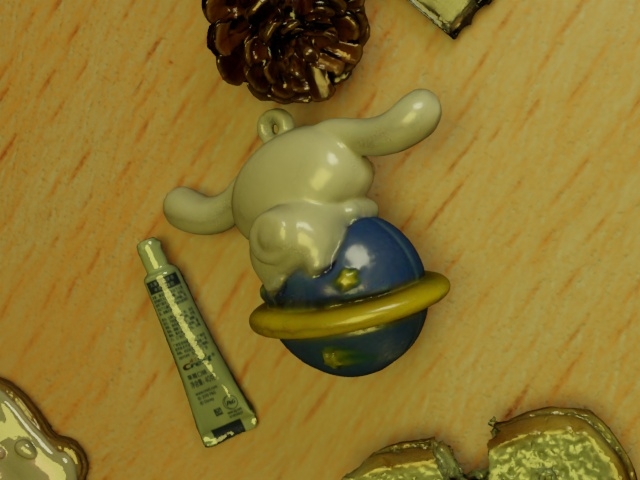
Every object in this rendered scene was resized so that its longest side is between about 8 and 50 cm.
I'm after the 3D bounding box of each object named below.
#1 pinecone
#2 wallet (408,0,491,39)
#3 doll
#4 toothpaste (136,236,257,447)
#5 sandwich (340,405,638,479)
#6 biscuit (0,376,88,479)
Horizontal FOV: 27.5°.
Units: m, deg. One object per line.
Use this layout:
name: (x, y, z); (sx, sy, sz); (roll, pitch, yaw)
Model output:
pinecone: (-0.028, -0.197, 1.198); (0.173, 0.173, 0.173); (0, 92, 12)
wallet: (0.167, -0.359, 1.210); (0.169, 0.044, 0.317); (42, 101, 4)
doll: (-0.028, 0.010, 1.201); (0.311, 0.159, 0.242); (-3, 114, 34)
toothpaste: (-0.131, 0.098, 1.298); (0.062, 0.037, 0.216); (-24, 91, 12)
sandwich: (0.169, 0.290, 1.210); (0.273, 0.095, 0.249); (-16, 85, 13)
biscuit: (-0.348, 0.237, 1.345); (0.208, 0.049, 0.181); (46, 99, 6)
